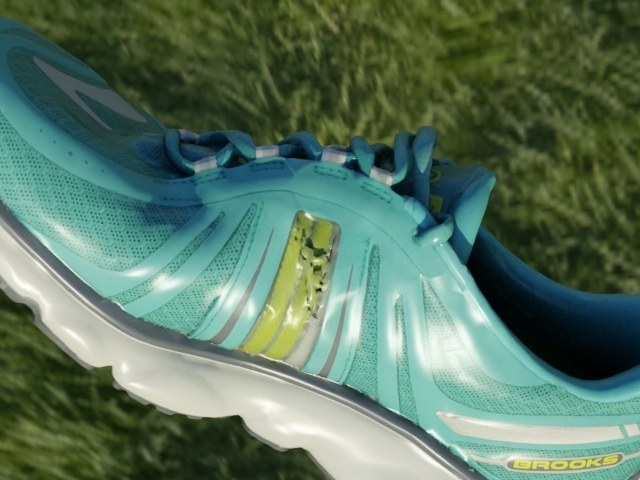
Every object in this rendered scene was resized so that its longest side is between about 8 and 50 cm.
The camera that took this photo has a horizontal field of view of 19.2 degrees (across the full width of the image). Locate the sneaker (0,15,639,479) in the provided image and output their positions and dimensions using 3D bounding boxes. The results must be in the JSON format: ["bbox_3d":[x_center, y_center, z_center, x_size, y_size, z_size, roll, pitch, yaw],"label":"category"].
[{"bbox_3d":[0.000,0.000,0.600,0.275,0.110,0.107,29,33,-19],"label":"sneaker"}]
